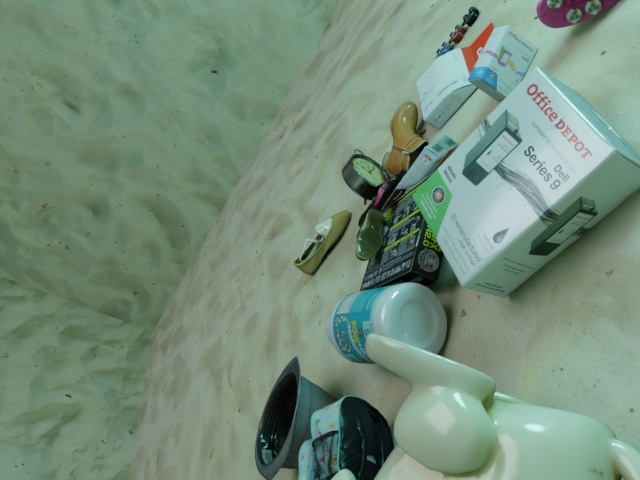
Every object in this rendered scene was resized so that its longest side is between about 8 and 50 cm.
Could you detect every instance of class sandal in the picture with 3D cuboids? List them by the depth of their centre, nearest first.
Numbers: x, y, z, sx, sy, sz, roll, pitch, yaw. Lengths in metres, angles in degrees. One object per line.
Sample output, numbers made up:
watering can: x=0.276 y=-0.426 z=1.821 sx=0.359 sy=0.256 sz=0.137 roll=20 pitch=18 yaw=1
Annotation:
sandal: x=0.141 y=-0.103 z=1.368 sx=0.179 sy=0.040 sz=0.067 roll=-47 pitch=16 yaw=26

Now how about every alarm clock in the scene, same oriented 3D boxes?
alarm clock: x=0.116 y=-0.176 z=1.498 sx=0.064 sy=0.129 sz=0.192 roll=-48 pitch=34 yaw=36

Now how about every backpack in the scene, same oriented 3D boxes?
backpack: x=0.050 y=0.374 z=0.989 sx=0.144 sy=0.165 sz=0.189 roll=-36 pitch=31 yaw=34

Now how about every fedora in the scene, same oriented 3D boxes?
fedora: x=-0.042 y=0.396 z=1.234 sx=0.244 sy=0.124 sz=0.276 roll=-95 pitch=28 yaw=-56

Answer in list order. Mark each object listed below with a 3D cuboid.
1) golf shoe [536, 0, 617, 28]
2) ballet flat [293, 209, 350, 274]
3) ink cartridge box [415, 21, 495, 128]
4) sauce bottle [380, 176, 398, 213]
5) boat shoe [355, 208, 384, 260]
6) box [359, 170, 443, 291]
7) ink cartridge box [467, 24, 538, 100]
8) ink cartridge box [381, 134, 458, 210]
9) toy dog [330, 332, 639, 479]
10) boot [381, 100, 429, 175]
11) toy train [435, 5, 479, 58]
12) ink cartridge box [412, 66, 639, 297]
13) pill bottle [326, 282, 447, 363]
golf shoe: x=0.516 y=-0.510 z=1.008 sx=0.306 sy=0.115 sz=0.140 roll=-42 pitch=19 yaw=32
ballet flat: x=0.000 y=0.000 z=1.655 sx=0.232 sy=0.073 sz=0.080 roll=-57 pitch=23 yaw=17
ink cartridge box: x=0.330 y=-0.410 z=1.379 sx=0.232 sy=0.066 sz=0.189 roll=-53 pitch=23 yaw=38
sauce bottle: x=0.168 y=-0.098 z=1.417 sx=0.042 sy=0.042 sz=0.128 roll=-19 pitch=51 yaw=61
boat shoe: x=0.108 y=-0.005 z=1.264 sx=0.049 sy=0.056 sz=0.152 roll=116 pitch=179 yaw=-46
box: x=0.179 y=0.003 z=1.187 sx=0.270 sy=0.060 sz=0.216 roll=138 pitch=152 yaw=-67
ink cartridge box: x=0.374 y=-0.363 z=1.170 sx=0.123 sy=0.088 sz=0.052 roll=-63 pitch=21 yaw=2
ink cartridge box: x=0.220 y=-0.140 z=1.258 sx=0.145 sy=0.045 sz=0.179 roll=-35 pitch=-21 yaw=-55
toy dog: x=0.164 y=0.373 z=0.660 sx=0.395 sy=0.284 sz=0.408 roll=16 pitch=77 yaw=32
boot: x=0.227 y=-0.253 z=1.422 sx=0.152 sy=0.072 sz=0.197 roll=-148 pitch=73 yaw=-70
toy train: x=0.359 y=-0.538 z=1.495 sx=0.158 sy=0.027 sz=0.036 roll=-51 pitch=35 yaw=29
ink cartridge box: x=0.309 y=-0.085 z=0.885 sx=0.289 sy=0.121 sz=0.211 roll=-49 pitch=44 yaw=30
pill bottle: x=0.111 y=0.166 z=1.109 sx=0.264 sy=0.146 sz=0.146 roll=-22 pitch=46 yaw=61
